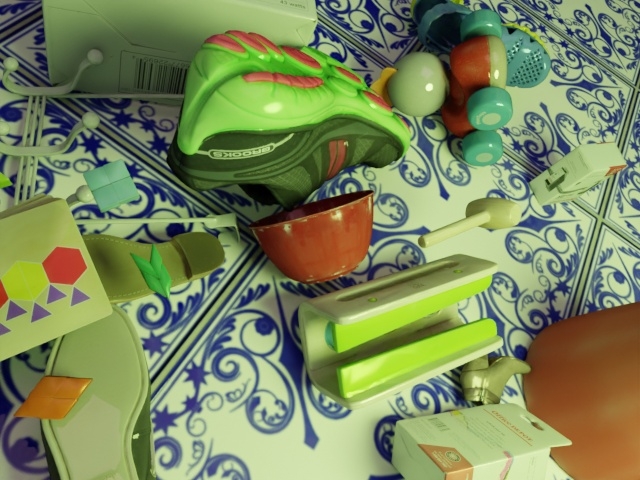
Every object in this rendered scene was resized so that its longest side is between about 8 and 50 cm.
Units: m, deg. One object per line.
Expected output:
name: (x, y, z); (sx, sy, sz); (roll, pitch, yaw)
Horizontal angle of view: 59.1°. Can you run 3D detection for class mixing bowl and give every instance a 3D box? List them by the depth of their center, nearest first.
mixing bowl: (0.000, 0.000, 0.786); (0.181, 0.181, 0.098); (-22, 101, -31)

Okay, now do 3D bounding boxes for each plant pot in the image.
plant pot: (0.475, 0.205, 0.808); (0.275, 0.243, 0.275); (10, 59, -17)

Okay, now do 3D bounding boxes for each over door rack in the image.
over door rack: (-0.265, -0.131, 0.768); (0.324, 0.108, 0.239); (4, 62, -21)

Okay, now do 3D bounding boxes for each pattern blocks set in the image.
pattern blocks set: (-0.323, 0.048, 0.570); (0.325, 0.026, 0.285); (-15, 82, -18)

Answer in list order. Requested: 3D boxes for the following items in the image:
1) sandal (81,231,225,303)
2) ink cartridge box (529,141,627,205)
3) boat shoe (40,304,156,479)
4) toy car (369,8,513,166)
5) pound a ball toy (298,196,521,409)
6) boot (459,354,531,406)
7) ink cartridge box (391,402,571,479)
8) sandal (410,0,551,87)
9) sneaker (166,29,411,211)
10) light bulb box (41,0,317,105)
sandal: (-0.236, 0.043, 0.706); (0.240, 0.079, 0.088); (-9, 69, -46)
ink cartridge box: (0.479, -0.123, 1.058); (0.099, 0.135, 0.056); (-10, 70, -26)
boat shoe: (-0.232, 0.233, 0.601); (0.112, 0.095, 0.335); (-4, 59, -25)
toy car: (0.208, -0.269, 1.028); (0.238, 0.210, 0.219); (-1, 64, 9)
pound a ball toy: (0.127, 0.067, 0.784); (0.319, 0.136, 0.208); (-15, 105, -29)
boot: (0.259, 0.212, 0.840); (0.118, 0.042, 0.087); (18, 63, -11)
ink cartridge box: (0.207, 0.274, 0.727); (0.198, 0.115, 0.067); (-2, 105, -23)
sandal: (0.313, -0.396, 1.141); (0.317, 0.126, 0.138); (27, 40, 4)
sneaker: (-0.032, -0.152, 0.798); (0.185, 0.202, 0.483); (50, 27, 20)
light bulb box: (-0.217, -0.419, 0.876); (0.358, 0.225, 0.361); (5, 61, -21)
